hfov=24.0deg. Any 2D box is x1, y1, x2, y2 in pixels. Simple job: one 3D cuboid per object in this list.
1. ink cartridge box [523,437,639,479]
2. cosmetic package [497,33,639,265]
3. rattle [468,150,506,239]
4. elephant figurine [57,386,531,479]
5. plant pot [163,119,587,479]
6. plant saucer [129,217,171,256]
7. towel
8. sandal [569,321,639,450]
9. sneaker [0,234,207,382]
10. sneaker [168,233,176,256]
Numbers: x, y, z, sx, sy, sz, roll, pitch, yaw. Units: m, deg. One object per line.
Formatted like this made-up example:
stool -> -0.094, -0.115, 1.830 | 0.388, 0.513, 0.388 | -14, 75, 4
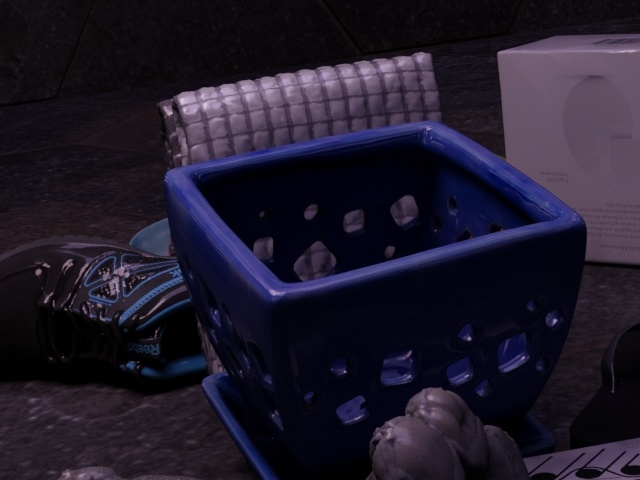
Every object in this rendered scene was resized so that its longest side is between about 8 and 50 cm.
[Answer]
ink cartridge box -> 0.139, 0.177, 0.963 | 0.207, 0.046, 0.097 | -9, 14, -9
cosmetic package -> 0.320, -0.098, 1.575 | 0.224, 0.225, 0.138 | 5, 16, 36
rattle -> 0.147, -0.012, 1.713 | 0.199, 0.143, 0.130 | -14, -26, 40
elephant figurine -> -0.003, 0.187, 0.809 | 0.239, 0.186, 0.169 | -27, -32, 26
plant pot -> 0.035, 0.061, 1.073 | 0.235, 0.212, 0.236 | -12, 25, -20
plant saucer -> -0.059, 0.002, 1.721 | 0.317, 0.044, 0.317 | -5, 15, 1
towel -> 0.000, 0.000, 1.253 | 0.235, 0.284, 0.121 | -11, 4, -19
sandal -> 0.256, 0.106, 1.162 | 0.097, 0.055, 0.254 | -1, 16, 20
sneaker -> -0.186, 0.066, 1.375 | 0.340, 0.125, 0.140 | -7, 19, 6
sneaker -> 0.002, 0.021, 1.504 | 0.299, 0.121, 0.112 | 5, -27, 5
